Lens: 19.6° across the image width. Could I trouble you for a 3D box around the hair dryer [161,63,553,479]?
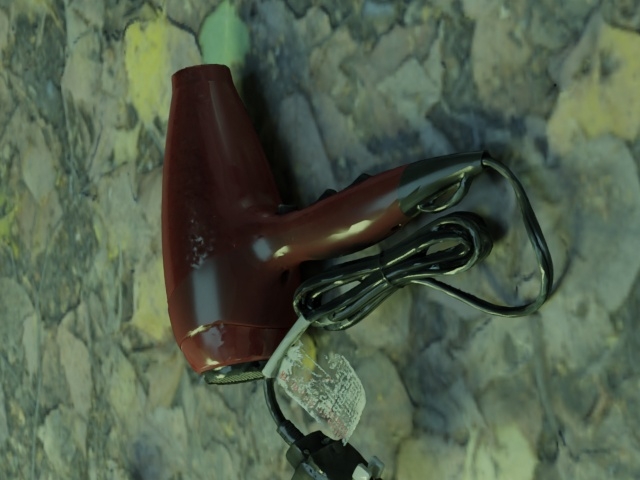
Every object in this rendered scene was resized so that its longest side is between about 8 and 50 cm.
[{"bbox_3d":[0.000,0.000,1.056,0.293,0.080,0.224,44,110,31],"label":"hair dryer"}]
